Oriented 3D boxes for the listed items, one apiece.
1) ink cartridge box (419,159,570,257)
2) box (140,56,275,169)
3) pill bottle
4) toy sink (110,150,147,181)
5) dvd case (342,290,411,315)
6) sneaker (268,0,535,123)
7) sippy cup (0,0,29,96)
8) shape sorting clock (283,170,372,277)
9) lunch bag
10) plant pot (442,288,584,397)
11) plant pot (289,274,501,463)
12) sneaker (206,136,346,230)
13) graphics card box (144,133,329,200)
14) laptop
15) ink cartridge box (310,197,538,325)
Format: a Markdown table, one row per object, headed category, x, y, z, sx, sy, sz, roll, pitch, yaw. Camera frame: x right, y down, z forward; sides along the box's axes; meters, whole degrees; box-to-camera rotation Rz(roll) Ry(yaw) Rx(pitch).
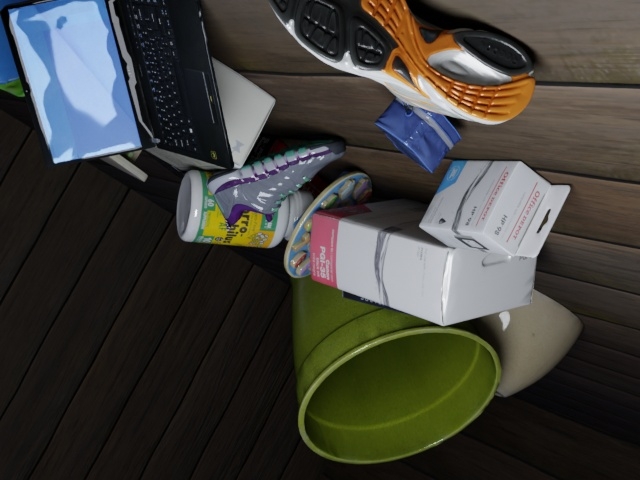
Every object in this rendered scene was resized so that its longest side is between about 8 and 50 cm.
| category | x | y | z | sx | sy | sz | roll | pitch | yaw |
| --- | --- | --- | --- | --- | --- | --- | --- | --- | --- |
| ink cartridge box | 0.213 | -0.042 | 1.209 | 0.060 | 0.104 | 0.180 | 33 | 169 | -25 |
| box | -0.205 | -0.195 | 1.528 | 0.148 | 0.121 | 0.311 | 31 | 171 | -24 |
| pill bottle | -0.121 | -0.048 | 1.590 | 0.208 | 0.118 | 0.117 | 5 | 179 | -20 |
| toy sink | -0.425 | -0.237 | 1.931 | 0.234 | 0.131 | 0.153 | 27 | 173 | 38 |
| dvd case | 0.171 | 0.060 | 1.623 | 0.179 | 0.030 | 0.238 | 13 | -155 | 29 |
| sneaker | 0.065 | -0.177 | 0.917 | 0.262 | 0.099 | 0.121 | 29 | 176 | -2 |
| sippy cup | -0.570 | -0.340 | 1.536 | 0.224 | 0.240 | 0.305 | 12 | -164 | 26 |
| shape sorting clock | 0.016 | -0.023 | 1.586 | 0.040 | 0.206 | 0.206 | 33 | 174 | 21 |
| lunch bag | 0.114 | -0.132 | 1.120 | 0.067 | 0.065 | 0.098 | 40 | -179 | 35 |
| plant pot | 0.342 | 0.193 | 1.902 | 0.284 | 0.191 | 0.284 | 26 | 172 | 4 |
| plant pot | 0.094 | 0.160 | 1.801 | 0.366 | 0.366 | 0.353 | 35 | -156 | -41 |
| sneaker | -0.057 | -0.087 | 1.483 | 0.223 | 0.098 | 0.083 | -16 | -168 | 16 |
| graphics card box | -0.161 | -0.135 | 1.834 | 0.370 | 0.094 | 0.233 | 18 | 167 | 41 |
| laptop | -0.262 | -0.199 | 1.265 | 0.264 | 0.136 | 0.234 | 19 | 130 | 42 |
| ink cartridge box | 0.151 | 0.024 | 1.462 | 0.207 | 0.117 | 0.283 | -9 | -162 | -40 |
